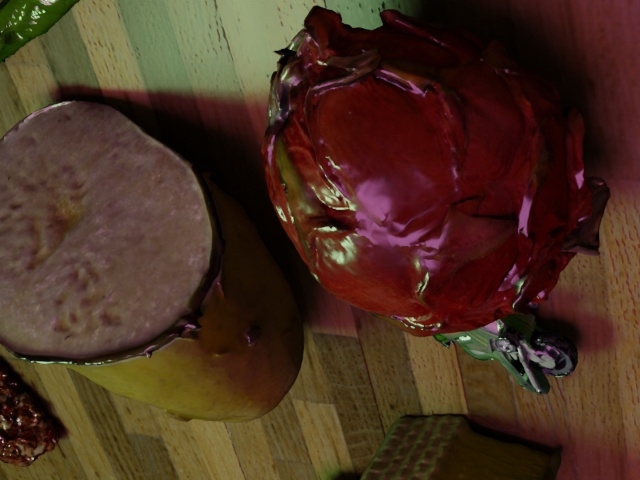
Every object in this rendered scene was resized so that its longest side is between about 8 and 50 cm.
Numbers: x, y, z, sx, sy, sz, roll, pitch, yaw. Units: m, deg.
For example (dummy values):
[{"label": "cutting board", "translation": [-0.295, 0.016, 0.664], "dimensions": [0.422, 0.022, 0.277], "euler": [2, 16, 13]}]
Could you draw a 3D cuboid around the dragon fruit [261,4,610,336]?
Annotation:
[{"label": "dragon fruit", "translation": [0.094, -0.057, 1.079], "dimensions": [0.342, 0.277, 0.277], "euler": [20, 137, -11]}]

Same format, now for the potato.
[{"label": "potato", "translation": [-0.199, 0.059, 1.385], "dimensions": [0.397, 0.290, 0.296], "euler": [27, 167, 34]}]

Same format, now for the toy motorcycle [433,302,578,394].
[{"label": "toy motorcycle", "translation": [0.186, 0.101, 1.307], "dimensions": [0.190, 0.074, 0.106], "euler": [31, 145, 1]}]

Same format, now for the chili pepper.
[{"label": "chili pepper", "translation": [-0.312, -0.249, 1.286], "dimensions": [0.359, 0.076, 0.085], "euler": [-39, 75, 41]}]

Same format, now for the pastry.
[{"label": "pastry", "translation": [-0.494, 0.263, 1.816], "dimensions": [0.115, 0.097, 0.208], "euler": [-14, 121, 49]}]

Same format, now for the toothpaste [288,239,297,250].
[{"label": "toothpaste", "translation": [0.000, 0.000, 1.361], "dimensions": [0.083, 0.019, 0.027], "euler": [-13, 144, 38]}]

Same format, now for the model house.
[{"label": "model house", "translation": [0.144, 0.317, 1.430], "dimensions": [0.234, 0.193, 0.175], "euler": [24, 135, 14]}]
